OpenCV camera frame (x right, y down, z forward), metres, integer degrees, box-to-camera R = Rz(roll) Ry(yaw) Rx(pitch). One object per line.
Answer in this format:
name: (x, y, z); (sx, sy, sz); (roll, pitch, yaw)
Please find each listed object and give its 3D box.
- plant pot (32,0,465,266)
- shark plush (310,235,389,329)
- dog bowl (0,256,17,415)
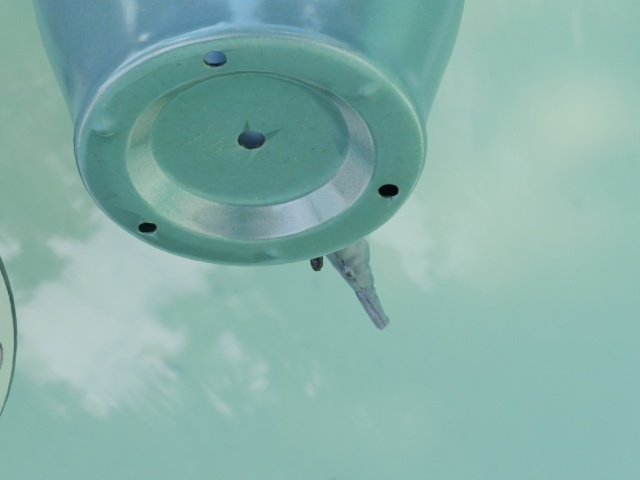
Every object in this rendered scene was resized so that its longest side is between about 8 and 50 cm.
plant pot: (-0.041, -0.137, 0.948); (0.271, 0.272, 0.255); (-20, 47, 21)
shark plush: (0.000, 0.000, 1.305); (0.073, 0.161, 0.067); (-8, 25, 31)
dog bowl: (-0.453, 0.099, 1.349); (0.408, 0.408, 0.150); (-27, 23, 12)
